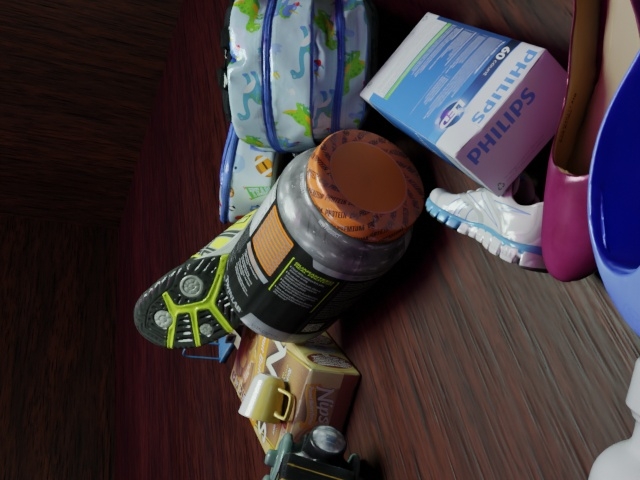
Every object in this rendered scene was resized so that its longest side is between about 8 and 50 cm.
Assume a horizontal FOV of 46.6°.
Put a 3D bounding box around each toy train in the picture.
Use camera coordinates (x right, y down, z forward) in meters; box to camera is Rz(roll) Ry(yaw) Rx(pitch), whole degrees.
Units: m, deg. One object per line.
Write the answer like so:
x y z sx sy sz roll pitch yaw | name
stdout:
-0.043 0.407 0.994 0.190 0.142 0.333 -75 5 -63 | toy train

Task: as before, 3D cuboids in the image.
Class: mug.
-0.073 0.230 1.083 0.062 0.078 0.064 55 -130 -78 | mug

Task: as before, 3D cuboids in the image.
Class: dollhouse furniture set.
-0.168 0.175 1.529 0.081 0.091 0.114 44 121 45 | dollhouse furniture set

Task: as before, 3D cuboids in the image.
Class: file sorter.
-0.254 0.171 1.687 0.118 0.105 0.170 123 148 -44 | file sorter

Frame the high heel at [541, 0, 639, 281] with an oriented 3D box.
0.209 -0.150 0.599 0.127 0.182 0.376 -139 61 -64 | high heel

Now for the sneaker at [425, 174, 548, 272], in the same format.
0.185 -0.034 0.780 0.191 0.071 0.082 36 109 56 | sneaker

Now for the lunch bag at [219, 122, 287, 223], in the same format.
-0.118 -0.190 1.387 0.243 0.115 0.303 105 173 -67 | lunch bag

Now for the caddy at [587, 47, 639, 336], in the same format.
0.284 -0.078 0.399 0.241 0.179 0.341 -115 39 -55 | caddy

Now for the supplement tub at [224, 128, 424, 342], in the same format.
0.000 0.000 1.029 0.316 0.194 0.193 131 142 -51 | supplement tub

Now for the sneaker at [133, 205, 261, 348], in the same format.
-0.145 0.054 1.279 0.385 0.145 0.147 -33 9 4 | sneaker

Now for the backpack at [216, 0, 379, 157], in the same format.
-0.024 -0.252 1.063 0.356 0.274 0.289 -18 -62 -66 | backpack

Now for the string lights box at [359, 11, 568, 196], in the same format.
0.152 -0.160 0.817 0.133 0.077 0.259 -49 30 8 | string lights box

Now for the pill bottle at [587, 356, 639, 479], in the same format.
0.230 0.213 0.450 0.153 0.153 0.264 -161 80 -67 | pill bottle

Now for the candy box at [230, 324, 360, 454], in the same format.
-0.053 0.222 1.208 0.316 0.088 0.182 -137 60 -64 | candy box
